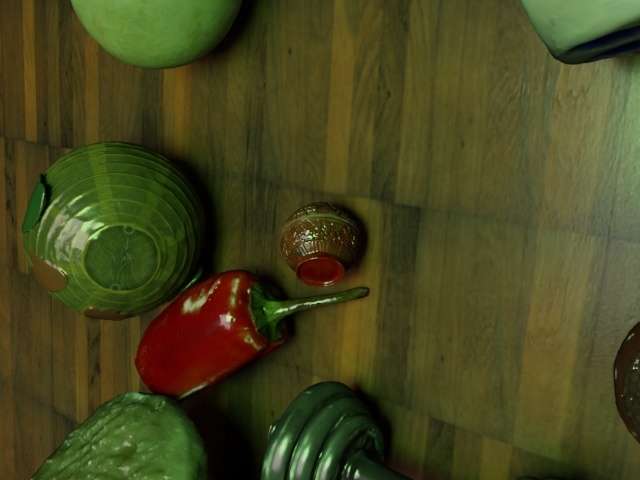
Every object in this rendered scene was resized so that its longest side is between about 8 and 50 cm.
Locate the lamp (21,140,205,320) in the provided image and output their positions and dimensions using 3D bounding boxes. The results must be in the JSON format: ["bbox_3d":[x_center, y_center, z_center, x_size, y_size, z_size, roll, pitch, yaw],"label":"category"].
[{"bbox_3d":[-0.291,-0.025,1.046,0.284,0.250,0.250,-127,47,-61],"label":"lamp"}]

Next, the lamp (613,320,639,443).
[{"bbox_3d":[0.330,0.130,0.642,0.156,0.135,0.157,-34,79,37],"label":"lamp"}]

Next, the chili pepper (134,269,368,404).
[{"bbox_3d":[-0.115,0.105,0.974,0.338,0.134,0.131,-30,98,38],"label":"chili pepper"}]

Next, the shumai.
[{"bbox_3d":[-0.210,0.432,1.001,0.324,0.323,0.397,5,67,48],"label":"shumai"}]

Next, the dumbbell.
[{"bbox_3d":[0.103,0.287,0.817,0.406,0.179,0.179,18,108,35],"label":"dumbbell"}]

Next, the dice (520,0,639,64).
[{"bbox_3d":[0.273,-0.290,0.555,0.259,0.243,0.251,-13,89,35],"label":"dice"}]

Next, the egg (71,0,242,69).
[{"bbox_3d":[-0.193,-0.360,0.916,0.218,0.218,0.295,25,104,32],"label":"egg"}]

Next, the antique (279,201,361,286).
[{"bbox_3d":[0.000,0.000,0.901,0.104,0.104,0.104,7,102,37],"label":"antique"}]
